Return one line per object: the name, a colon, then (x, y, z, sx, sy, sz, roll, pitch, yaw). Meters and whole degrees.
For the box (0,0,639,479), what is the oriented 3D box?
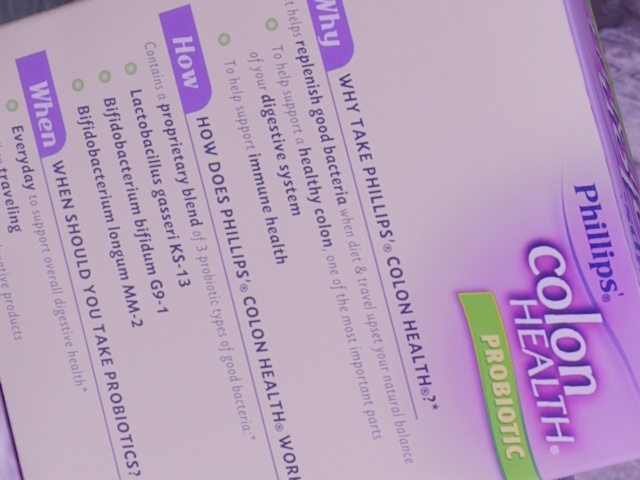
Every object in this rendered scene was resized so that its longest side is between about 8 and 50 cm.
box: (0.000, 0.000, 0.731, 0.117, 0.243, 0.213, 2, 73, -75)
